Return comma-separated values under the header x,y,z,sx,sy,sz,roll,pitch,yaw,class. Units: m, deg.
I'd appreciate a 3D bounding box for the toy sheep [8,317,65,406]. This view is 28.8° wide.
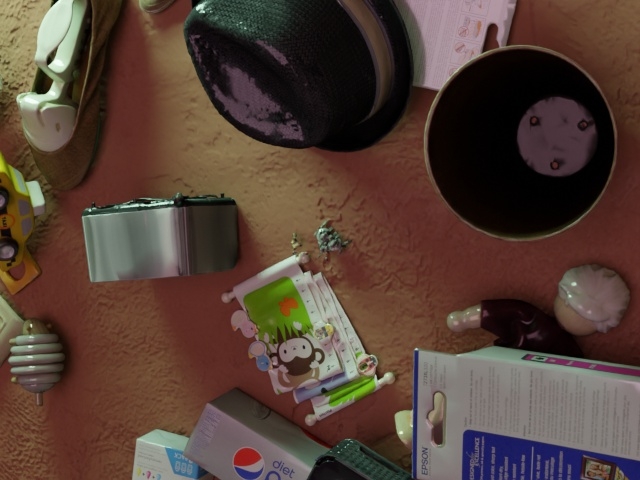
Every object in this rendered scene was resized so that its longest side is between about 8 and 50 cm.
x,y,z,sx,sy,sz,roll,pitch,yaw,class
-0.422,0.180,1.854,0.091,0.091,0.132,-8,88,22,toy sheep

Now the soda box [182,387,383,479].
x,y,z,sx,sy,sz,roll,pitch,yaw,class
-0.038,0.318,1.711,0.286,0.098,0.091,30,106,16,soda box

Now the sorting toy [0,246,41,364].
x,y,z,sx,sy,sz,roll,pitch,yaw,class
-0.567,0.126,1.923,0.196,0.047,0.347,45,110,11,sorting toy

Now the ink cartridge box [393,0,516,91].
x,y,z,sx,sy,sz,roll,pitch,yaw,class
0.151,-0.266,1.602,0.179,0.045,0.145,13,101,8,ink cartridge box

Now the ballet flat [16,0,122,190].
x,y,z,sx,sy,sz,roll,pitch,yaw,class
-0.363,-0.232,1.756,0.116,0.124,0.342,22,104,18,ballet flat

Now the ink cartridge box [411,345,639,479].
x,y,z,sx,sy,sz,roll,pitch,yaw,class
0.289,0.229,1.483,0.371,0.069,0.176,6,104,25,ink cartridge box

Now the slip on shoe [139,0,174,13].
x,y,z,sx,sy,sz,roll,pitch,yaw,class
-0.205,-0.365,1.721,0.135,0.041,0.051,-36,83,21,slip on shoe

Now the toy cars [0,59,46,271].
x,y,z,sx,sy,sz,roll,pitch,yaw,class
-0.470,-0.155,1.810,0.087,0.176,0.393,-14,90,-18,toy cars

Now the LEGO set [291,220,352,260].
x,y,z,sx,sy,sz,roll,pitch,yaw,class
-0.001,0.003,1.689,0.083,0.023,0.054,-21,76,7,LEGO set

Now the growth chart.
x,y,z,sx,sy,sz,roll,pitch,yaw,class
-0.025,0.137,1.725,0.172,0.021,0.237,-37,81,21,growth chart

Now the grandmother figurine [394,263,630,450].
x,y,z,sx,sy,sz,roll,pitch,yaw,class
0.247,0.154,1.585,0.208,0.104,0.342,41,109,-17,grandmother figurine

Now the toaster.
x,y,z,sx,sy,sz,roll,pitch,yaw,class
-0.218,-0.005,1.696,0.168,0.186,0.110,-5,90,21,toaster

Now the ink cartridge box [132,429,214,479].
x,y,z,sx,sy,sz,roll,pitch,yaw,class
-0.217,0.377,1.809,0.104,0.061,0.181,11,101,20,ink cartridge box

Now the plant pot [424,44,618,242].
x,y,z,sx,sy,sz,roll,pitch,yaw,class
0.257,-0.119,1.468,0.215,0.230,0.215,3,98,21,plant pot

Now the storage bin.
x,y,z,sx,sy,sz,roll,pitch,yaw,class
0.029,0.361,1.594,0.122,0.084,0.180,30,106,15,storage bin

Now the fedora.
x,y,z,sx,sy,sz,roll,pitch,yaw,class
-0.053,-0.229,1.564,0.334,0.152,0.334,18,130,23,fedora
